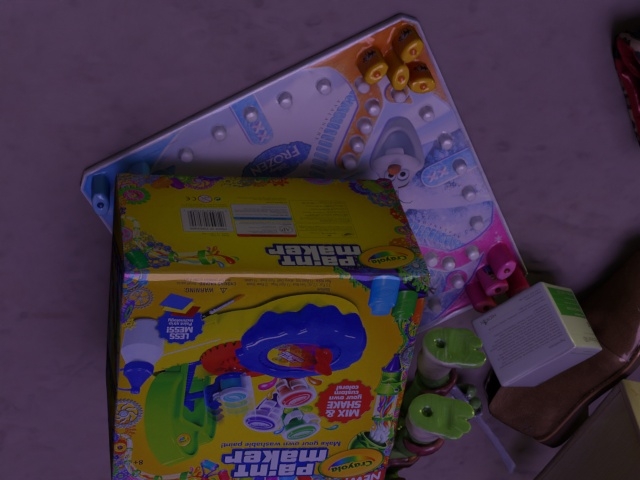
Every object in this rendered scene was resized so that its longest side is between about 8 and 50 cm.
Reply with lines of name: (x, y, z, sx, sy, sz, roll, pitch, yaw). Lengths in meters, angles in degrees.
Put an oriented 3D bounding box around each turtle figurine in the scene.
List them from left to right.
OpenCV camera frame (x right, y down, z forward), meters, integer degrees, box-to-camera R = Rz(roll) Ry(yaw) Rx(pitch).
turtle figurine: (0.153, 0.237, 1.422, 0.198, 0.274, 0.266, -36, 158, -28)

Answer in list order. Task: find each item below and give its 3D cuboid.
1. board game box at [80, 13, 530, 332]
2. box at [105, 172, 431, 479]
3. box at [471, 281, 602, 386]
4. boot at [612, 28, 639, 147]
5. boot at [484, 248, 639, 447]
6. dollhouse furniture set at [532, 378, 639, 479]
board game box: (0.000, 0.000, 1.345, 0.390, 0.050, 0.390, -26, 125, 5)
box: (-0.068, 0.095, 1.256, 0.290, 0.177, 0.279, 0, 125, -13)
box: (0.248, 0.109, 1.402, 0.102, 0.087, 0.101, -32, 159, 23)
boot: (0.444, -0.238, 1.236, 0.284, 0.138, 0.377, -21, 131, 2)
boot: (0.308, 0.120, 1.468, 0.115, 0.112, 0.305, 24, 118, -14)
dollhouse furniture set: (0.483, 0.346, 1.499, 0.394, 0.362, 0.256, 14, 131, -20)
